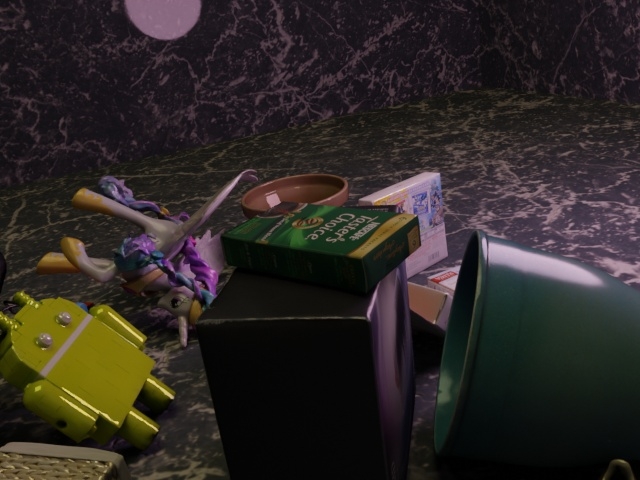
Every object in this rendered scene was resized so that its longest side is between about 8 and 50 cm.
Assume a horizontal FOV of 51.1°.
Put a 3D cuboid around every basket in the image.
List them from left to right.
[{"bbox_3d":[-0.304,0.307,0.751,0.167,0.113,0.103,0,26,19],"label":"basket"}]

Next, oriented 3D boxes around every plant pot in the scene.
[{"bbox_3d":[-0.049,-0.061,1.482,0.237,0.109,0.237,-9,21,3],"label":"plant pot"},{"bbox_3d":[0.285,0.142,0.791,0.255,0.271,0.271,10,23,7],"label":"plant pot"}]

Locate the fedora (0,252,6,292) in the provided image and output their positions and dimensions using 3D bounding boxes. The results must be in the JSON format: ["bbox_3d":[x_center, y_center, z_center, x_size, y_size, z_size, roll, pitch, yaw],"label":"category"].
[{"bbox_3d":[-0.556,0.153,0.924,0.152,0.334,0.334,17,12,-22],"label":"fedora"}]

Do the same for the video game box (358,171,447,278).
[{"bbox_3d":[0.170,-0.022,1.340,0.205,0.187,0.048,-24,26,-38],"label":"video game box"}]

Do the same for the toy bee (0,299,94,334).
[{"bbox_3d":[-0.463,0.180,1.123,0.195,0.162,0.298,1,-5,19],"label":"toy bee"}]

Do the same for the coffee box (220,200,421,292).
[{"bbox_3d":[0.000,0.000,0.701,0.184,0.040,0.113,9,28,37],"label":"coffee box"}]

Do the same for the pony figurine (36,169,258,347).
[{"bbox_3d":[-0.305,0.010,1.307,0.363,0.303,0.351,24,50,7],"label":"pony figurine"}]

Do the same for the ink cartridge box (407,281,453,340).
[{"bbox_3d":[0.087,0.080,1.080,0.275,0.239,0.060,14,74,45],"label":"ink cartridge box"}]

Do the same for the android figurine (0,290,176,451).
[{"bbox_3d":[-0.331,0.174,0.939,0.056,0.273,0.248,-46,10,18],"label":"android figurine"}]

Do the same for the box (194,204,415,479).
[{"bbox_3d":[0.010,0.148,0.787,0.183,0.296,0.294,-2,24,14],"label":"box"}]

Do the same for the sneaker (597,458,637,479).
[{"bbox_3d":[0.275,0.288,0.643,0.066,0.071,0.188,2,22,24],"label":"sneaker"}]

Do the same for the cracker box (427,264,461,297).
[{"bbox_3d":[0.314,0.101,1.131,0.156,0.067,0.232,-17,23,-26],"label":"cracker box"}]
